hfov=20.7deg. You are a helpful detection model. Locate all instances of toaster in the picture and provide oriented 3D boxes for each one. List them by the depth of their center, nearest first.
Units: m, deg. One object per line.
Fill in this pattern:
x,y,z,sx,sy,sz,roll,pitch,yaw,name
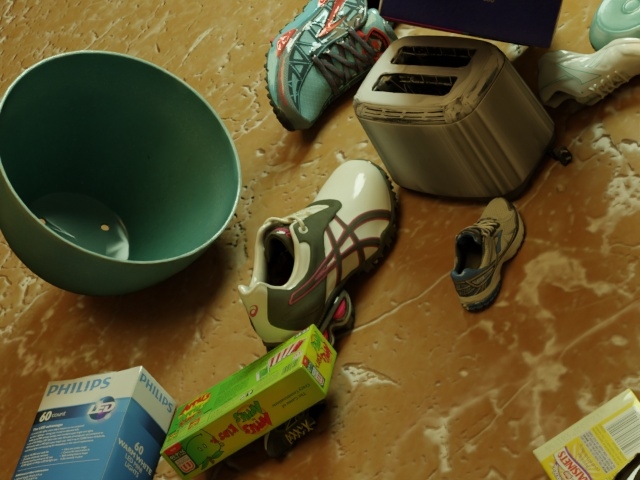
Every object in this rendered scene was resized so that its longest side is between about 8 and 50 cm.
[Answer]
0.143,-0.130,1.861,0.227,0.146,0.129,11,59,46,toaster

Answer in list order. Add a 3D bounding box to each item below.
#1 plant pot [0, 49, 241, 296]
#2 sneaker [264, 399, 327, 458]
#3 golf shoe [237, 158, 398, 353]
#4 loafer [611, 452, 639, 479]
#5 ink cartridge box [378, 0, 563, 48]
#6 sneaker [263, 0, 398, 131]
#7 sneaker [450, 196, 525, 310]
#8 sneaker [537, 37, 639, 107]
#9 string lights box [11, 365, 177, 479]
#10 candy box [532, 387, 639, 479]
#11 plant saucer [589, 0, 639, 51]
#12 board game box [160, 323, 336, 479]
-0.260,-0.048,2.049,0.195,0.290,0.290,125,165,-50,plant pot
-0.025,0.184,1.763,0.035,0.031,0.083,12,59,46,sneaker
0.000,0.000,1.869,0.105,0.120,0.272,-9,44,36,golf shoe
0.316,0.159,1.429,0.220,0.078,0.080,-34,38,-17,loafer
0.152,-0.244,1.819,0.371,0.176,0.069,-58,-21,-85,ink cartridge box
0.026,-0.241,2.116,0.125,0.104,0.261,1,52,39,sneaker
0.166,0.002,1.774,0.052,0.058,0.135,-8,45,34,sneaker
0.299,-0.174,1.865,0.152,0.054,0.061,-10,60,37,sneaker
-0.255,0.262,1.836,0.133,0.076,0.259,-11,44,31,string lights box
0.266,0.217,1.484,0.105,0.027,0.206,-35,36,4,candy box
0.345,-0.251,1.924,0.119,0.021,0.119,-23,39,20,plant saucer
-0.072,0.164,1.774,0.181,0.043,0.092,-33,16,20,board game box
